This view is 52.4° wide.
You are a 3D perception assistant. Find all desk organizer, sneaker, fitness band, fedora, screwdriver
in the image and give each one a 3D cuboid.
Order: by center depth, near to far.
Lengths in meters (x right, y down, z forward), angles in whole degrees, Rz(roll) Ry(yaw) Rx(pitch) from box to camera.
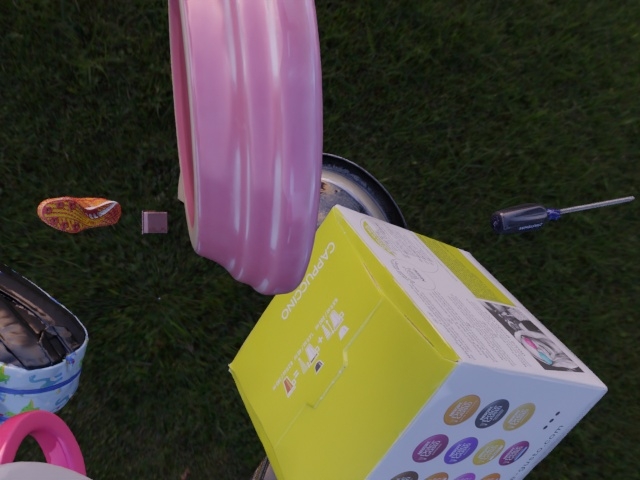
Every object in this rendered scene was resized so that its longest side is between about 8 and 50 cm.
[{"bbox_3d":[0.215,-0.023,0.563,0.170,0.024,0.025,-5,106,-28],"label":"screwdriver"},{"bbox_3d":[-0.348,0.348,0.775,0.054,0.209,0.291,-15,54,8],"label":"fitness band"},{"bbox_3d":[-0.442,-0.049,1.177,0.067,0.175,0.064,11,94,25],"label":"sneaker"},{"bbox_3d":[0.000,0.000,1.253,0.334,0.334,0.152,53,38,-5],"label":"fedora"},{"bbox_3d":[-0.350,-0.040,1.380,0.050,0.130,0.047,0,94,-12],"label":"desk organizer"}]

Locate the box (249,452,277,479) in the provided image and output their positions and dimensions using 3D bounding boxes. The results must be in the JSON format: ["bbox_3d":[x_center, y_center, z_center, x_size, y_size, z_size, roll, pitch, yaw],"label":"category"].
[{"bbox_3d":[-0.138,0.624,1.468,0.076,0.242,0.307,25,37,-3],"label":"box"}]

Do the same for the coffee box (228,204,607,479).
[{"bbox_3d":[0.121,0.204,0.970,0.334,0.338,0.337,17,115,-38],"label":"coffee box"}]

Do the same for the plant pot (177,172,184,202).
[{"bbox_3d":[-0.285,-0.124,1.580,0.109,0.109,0.096,20,95,-41],"label":"plant pot"}]

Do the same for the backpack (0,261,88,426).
[{"bbox_3d":[-0.623,0.195,1.262,0.355,0.290,0.273,14,105,17],"label":"backpack"}]

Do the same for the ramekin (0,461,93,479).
[{"bbox_3d":[-0.175,0.276,0.411,0.135,0.277,0.277,-44,96,-4],"label":"ramekin"}]

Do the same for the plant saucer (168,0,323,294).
[{"bbox_3d":[-0.078,-0.116,0.553,0.084,0.332,0.332,-5,86,-14],"label":"plant saucer"}]
